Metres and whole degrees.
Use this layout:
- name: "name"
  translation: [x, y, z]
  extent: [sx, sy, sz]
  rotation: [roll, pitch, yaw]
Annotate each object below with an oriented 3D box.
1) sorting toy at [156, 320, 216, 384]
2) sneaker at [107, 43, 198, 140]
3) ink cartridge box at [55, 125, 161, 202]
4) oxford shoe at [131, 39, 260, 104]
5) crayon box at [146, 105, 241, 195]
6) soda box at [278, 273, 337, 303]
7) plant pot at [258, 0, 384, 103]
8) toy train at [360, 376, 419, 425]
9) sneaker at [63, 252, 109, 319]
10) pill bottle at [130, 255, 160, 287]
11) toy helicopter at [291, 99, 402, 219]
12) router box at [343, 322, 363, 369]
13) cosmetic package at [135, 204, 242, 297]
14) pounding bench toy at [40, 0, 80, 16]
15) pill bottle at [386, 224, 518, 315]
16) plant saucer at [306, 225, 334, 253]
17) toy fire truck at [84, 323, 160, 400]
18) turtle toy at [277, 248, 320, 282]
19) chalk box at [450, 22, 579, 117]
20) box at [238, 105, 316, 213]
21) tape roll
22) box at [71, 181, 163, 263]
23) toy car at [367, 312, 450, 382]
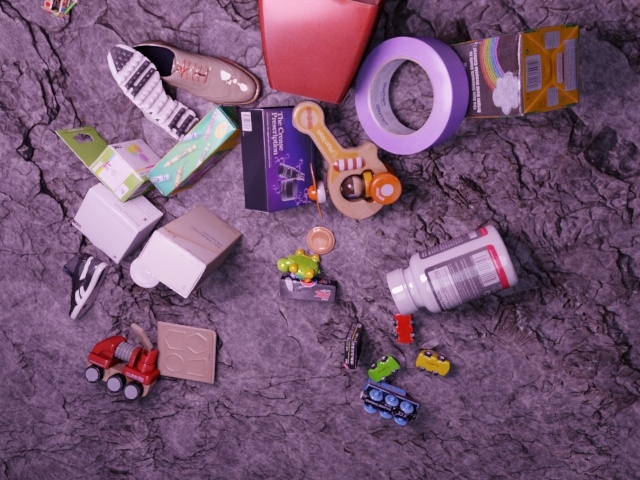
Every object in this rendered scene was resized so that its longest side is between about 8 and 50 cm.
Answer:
- name: "sorting toy"
  translation: [-0.433, 0.360, 1.690]
  extent: [0.208, 0.038, 0.193]
  rotation: [9, 107, 11]
- name: "sneaker"
  translation: [-0.455, -0.380, 1.379]
  extent: [0.110, 0.118, 0.292]
  rotation: [-52, 132, -18]
- name: "ink cartridge box"
  translation: [-0.566, -0.243, 1.447]
  extent: [0.097, 0.189, 0.255]
  rotation: [-40, 97, 17]
- name: "oxford shoe"
  translation: [-0.335, -0.438, 1.386]
  extent: [0.348, 0.130, 0.123]
  rotation: [17, 108, 3]
- name: "crayon box"
  translation: [-0.321, -0.245, 1.421]
  extent: [0.278, 0.165, 0.081]
  rotation: [-39, 94, 16]
- name: "soda box"
  translation: [-0.037, 0.143, 1.555]
  extent: [0.169, 0.053, 0.060]
  rotation: [6, 107, 6]
- name: "plant pot"
  translation: [-0.003, -0.483, 1.270]
  extent: [0.267, 0.267, 0.235]
  rotation: [13, 119, 4]
- name: "toy train"
  translation: [0.211, 0.487, 1.593]
  extent: [0.184, 0.105, 0.080]
  rotation: [20, 117, 3]
- name: "sneaker"
  translation: [-0.767, 0.134, 1.653]
  extent: [0.121, 0.079, 0.217]
  rotation: [32, 100, 2]
- name: "pill bottle"
  translation: [-0.479, 0.068, 1.537]
  extent: [0.094, 0.169, 0.094]
  rotation: [2, 106, 7]
- name: "toy helicopter"
  translation: [0.034, -0.200, 1.360]
  extent: [0.235, 0.140, 0.355]
  rotation: [-34, 111, 12]
- name: "router box"
  translation: [0.098, 0.311, 1.549]
  extent: [0.038, 0.122, 0.092]
  rotation: [6, 107, 11]
- name: "cosmetic package"
  translation: [-0.347, 0.019, 1.429]
  extent: [0.160, 0.309, 0.113]
  rotation: [35, 107, -3]
- name: "pounding bench toy"
  translation: [-0.703, -0.641, 1.422]
  extent: [0.083, 0.052, 0.065]
  rotation: [23, 108, 1]
- name: "pill bottle"
  translation: [0.350, 0.092, 1.419]
  extent: [0.318, 0.176, 0.176]
  rotation: [-22, 102, 14]
- name: "plant saucer"
  translation: [0.000, 0.000, 1.529]
  extent: [0.083, 0.013, 0.083]
  rotation: [2, 106, 7]
- name: "toy fire truck"
  translation: [-0.616, 0.357, 1.660]
  extent: [0.217, 0.158, 0.246]
  rotation: [21, 96, 7]
- name: "turtle toy"
  translation: [-0.063, 0.077, 1.528]
  extent: [0.130, 0.095, 0.066]
  rotation: [18, 129, 4]
- name: "chalk box"
  translation: [0.432, -0.393, 1.239]
  extent: [0.179, 0.289, 0.180]
  rotation: [-15, 108, -22]
- name: "box"
  translation: [-0.107, -0.220, 1.382]
  extent: [0.103, 0.184, 0.261]
  rotation: [13, 112, 40]
- name: "tape roll"
  translation: [0.219, -0.355, 1.282]
  extent: [0.275, 0.090, 0.275]
  rotation: [18, 118, 38]
- name: "box"
  translation: [-0.589, -0.063, 1.515]
  extent: [0.181, 0.119, 0.182]
  rotation: [43, 129, -6]
- name: "toy car"
  translation: [0.239, 0.346, 1.576]
  extent: [0.225, 0.053, 0.239]
  rotation: [-37, 97, 17]
